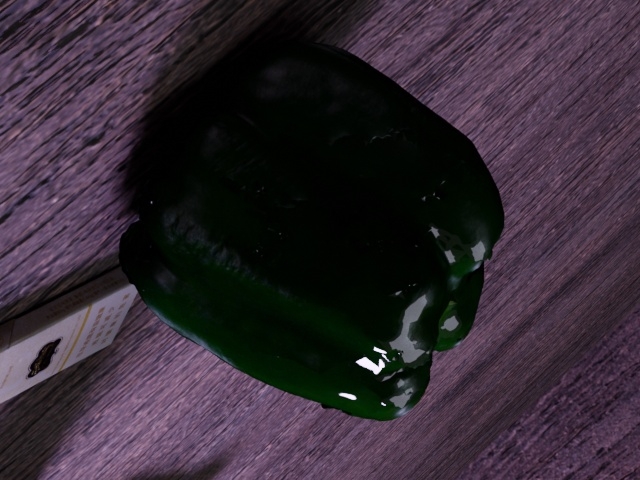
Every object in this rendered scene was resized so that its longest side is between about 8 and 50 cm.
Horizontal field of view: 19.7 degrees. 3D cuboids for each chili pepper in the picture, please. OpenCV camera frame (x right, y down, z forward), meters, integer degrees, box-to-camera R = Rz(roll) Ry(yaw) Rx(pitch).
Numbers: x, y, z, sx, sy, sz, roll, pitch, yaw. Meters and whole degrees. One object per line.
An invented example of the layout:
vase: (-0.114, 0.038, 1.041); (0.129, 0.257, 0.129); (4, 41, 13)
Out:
chili pepper: (0.000, 0.000, 1.380); (0.233, 0.256, 0.248); (-51, 167, -22)

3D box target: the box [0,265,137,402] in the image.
box: (-0.215, 0.080, 1.451); (0.167, 0.024, 0.090); (-28, 158, -44)
